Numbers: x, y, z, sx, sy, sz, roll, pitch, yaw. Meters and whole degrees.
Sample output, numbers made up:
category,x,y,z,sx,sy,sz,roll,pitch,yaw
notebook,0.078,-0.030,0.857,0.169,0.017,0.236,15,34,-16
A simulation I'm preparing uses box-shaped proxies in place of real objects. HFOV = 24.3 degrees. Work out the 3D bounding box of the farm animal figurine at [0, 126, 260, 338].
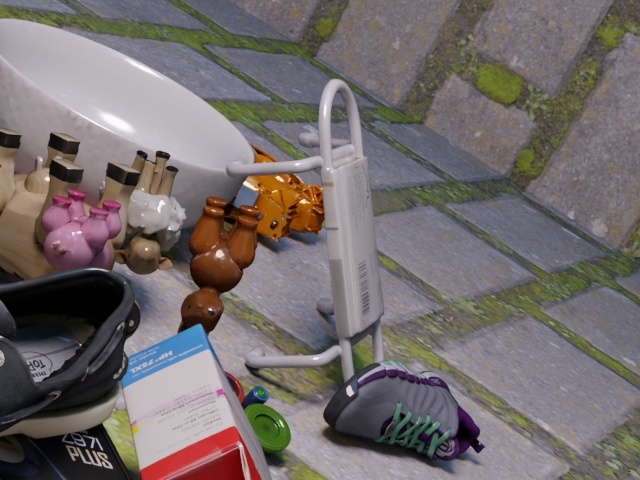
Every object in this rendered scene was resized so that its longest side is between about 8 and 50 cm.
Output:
category,x,y,z,sx,sy,sz,roll,pitch,yaw
farm animal figurine,-0.236,0.014,1.316,0.330,0.172,0.327,9,14,-31

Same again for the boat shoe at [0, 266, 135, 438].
category,x,y,z,sx,sy,sz,roll,pitch,yaw
boat shoe,-0.224,0.071,0.936,0.127,0.113,0.340,36,18,26

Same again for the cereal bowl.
category,x,y,z,sx,sy,sz,roll,pitch,yaw
cereal bowl,-0.254,-0.112,1.691,0.339,0.141,0.339,27,15,-8

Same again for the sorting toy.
category,x,y,z,sx,sy,sz,roll,pitch,yaw
sorting toy,-0.075,0.161,1.357,0.102,0.042,0.061,43,33,5

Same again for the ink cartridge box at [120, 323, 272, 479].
category,x,y,z,sx,sy,sz,roll,pitch,yaw
ink cartridge box,-0.080,0.178,1.092,0.231,0.078,0.134,-118,-176,-63

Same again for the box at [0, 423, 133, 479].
category,x,y,z,sx,sy,sz,roll,pitch,yaw
box,-0.220,0.168,0.995,0.180,0.077,0.147,18,19,-35

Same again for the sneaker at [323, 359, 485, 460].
category,x,y,z,sx,sy,sz,roll,pitch,yaw
sneaker,0.095,0.180,1.507,0.098,0.083,0.224,43,20,27

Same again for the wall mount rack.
category,x,y,z,sx,sy,sz,roll,pitch,yaw
wall mount rack,0.000,0.000,1.611,0.131,0.350,0.304,-3,9,19

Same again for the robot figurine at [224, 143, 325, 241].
category,x,y,z,sx,sy,sz,roll,pitch,yaw
robot figurine,-0.131,-0.101,1.973,0.291,0.085,0.211,34,15,16
